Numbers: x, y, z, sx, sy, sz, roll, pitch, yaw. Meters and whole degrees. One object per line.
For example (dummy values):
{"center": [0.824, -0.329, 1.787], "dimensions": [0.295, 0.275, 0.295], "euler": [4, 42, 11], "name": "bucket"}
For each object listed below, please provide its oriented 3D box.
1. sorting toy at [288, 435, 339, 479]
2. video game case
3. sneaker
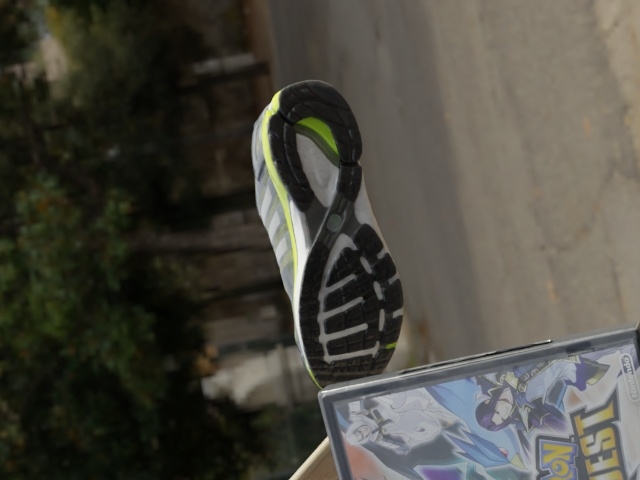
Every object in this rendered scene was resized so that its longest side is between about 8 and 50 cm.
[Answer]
{"center": [0.064, 0.332, 1.406], "dimensions": [0.307, 0.229, 0.041], "euler": [44, 168, -13], "name": "sorting toy"}
{"center": [0.149, 0.219, 1.200], "dimensions": [0.035, 0.248, 0.275], "euler": [-26, -78, -72], "name": "video game case"}
{"center": [0.000, 0.000, 1.530], "dimensions": [0.121, 0.111, 0.300], "euler": [180, 81, -72], "name": "sneaker"}
